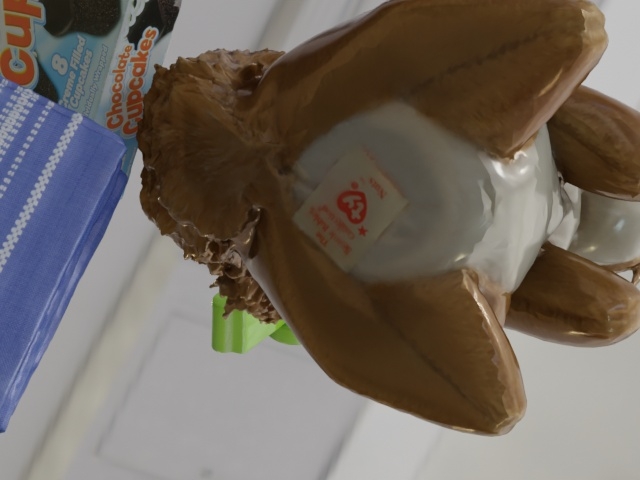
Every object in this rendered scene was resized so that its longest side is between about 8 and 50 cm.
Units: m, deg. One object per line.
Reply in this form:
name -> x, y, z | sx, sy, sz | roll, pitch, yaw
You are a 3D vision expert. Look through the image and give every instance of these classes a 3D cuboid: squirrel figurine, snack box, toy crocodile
squirrel figurine -> 0.075, -0.047, 1.285 | 0.397, 0.370, 0.281 | 8, -81, 26
snack box -> -0.180, -0.208, 1.261 | 0.187, 0.060, 0.322 | 36, -60, 32
toy crocodile -> 0.000, 0.000, 1.745 | 0.105, 0.340, 0.115 | 27, -42, 28

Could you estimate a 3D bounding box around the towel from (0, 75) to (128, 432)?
towel -> -0.300, -0.039, 1.044 | 0.040, 0.336, 0.243 | -56, -169, 49
